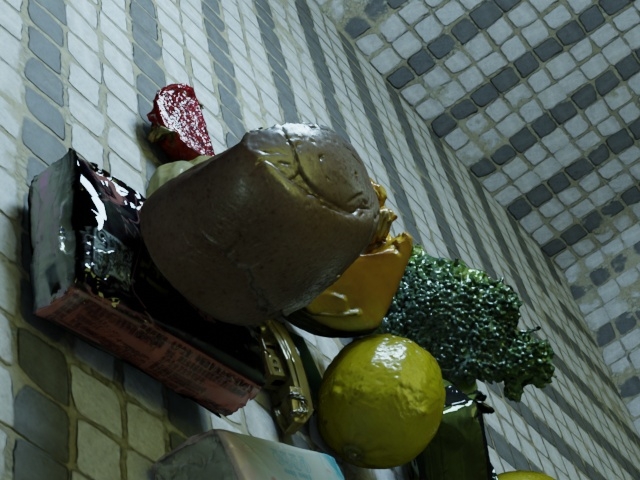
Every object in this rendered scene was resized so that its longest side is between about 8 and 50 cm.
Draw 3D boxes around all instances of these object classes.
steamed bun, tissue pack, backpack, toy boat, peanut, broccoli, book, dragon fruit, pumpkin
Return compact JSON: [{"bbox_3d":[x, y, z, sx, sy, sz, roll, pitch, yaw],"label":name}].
[{"bbox_3d":[-0.056,-0.009,1.517,0.301,0.251,0.199,-4,70,-63],"label":"steamed bun"},{"bbox_3d":[-0.053,0.336,1.453,0.271,0.124,0.201,27,28,-55],"label":"tissue pack"},{"bbox_3d":[0.207,0.327,2.052,0.253,0.140,0.207,-133,-145,-75],"label":"backpack"},{"bbox_3d":[-0.067,0.189,1.801,0.072,0.064,0.206,13,39,-39],"label":"toy boat"},{"bbox_3d":[-0.194,-0.066,1.864,0.125,0.111,0.274,43,14,-2],"label":"peanut"},{"bbox_3d":[0.208,0.165,2.299,0.353,0.275,0.397,61,-9,0],"label":"broccoli"},{"bbox_3d":[-0.218,0.063,1.538,0.332,0.123,0.245,36,28,-40],"label":"tissue pack"},{"bbox_3d":[-0.031,0.199,1.944,0.103,0.017,0.135,30,30,-56],"label":"book"},{"bbox_3d":[-0.243,-0.182,2.007,0.106,0.083,0.162,15,50,-46],"label":"dragon fruit"},{"bbox_3d":[0.000,0.000,1.945,0.303,0.256,0.225,51,-9,-9],"label":"pumpkin"}]

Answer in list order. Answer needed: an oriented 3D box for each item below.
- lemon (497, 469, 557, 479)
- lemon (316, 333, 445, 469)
[{"bbox_3d":[0.354,0.492,2.154,0.244,0.187,0.187,12,35,-19],"label":"lemon"},{"bbox_3d":[0.091,0.244,1.875,0.192,0.192,0.231,48,45,-22],"label":"lemon"}]
